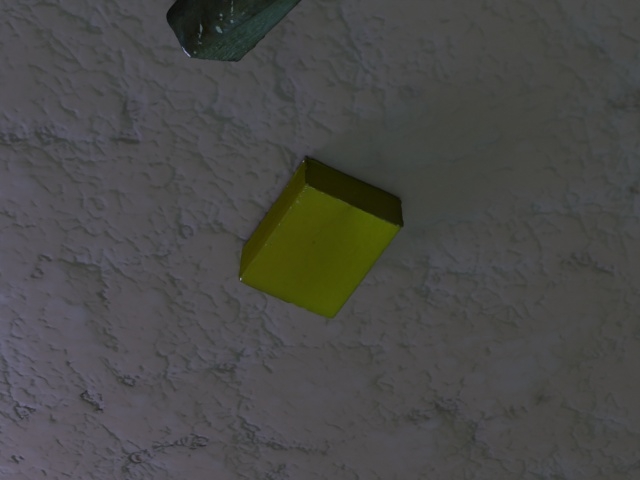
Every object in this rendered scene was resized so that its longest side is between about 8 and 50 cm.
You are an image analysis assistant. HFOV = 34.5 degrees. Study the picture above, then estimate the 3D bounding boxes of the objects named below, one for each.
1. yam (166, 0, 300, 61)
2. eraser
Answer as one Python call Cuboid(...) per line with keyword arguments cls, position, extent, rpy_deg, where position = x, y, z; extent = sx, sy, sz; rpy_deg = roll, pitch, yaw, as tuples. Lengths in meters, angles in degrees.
Cuboid(cls="yam", position=(-0.034, -0.192, 0.713), extent=(0.068, 0.068, 0.169), rpy_deg=(34, 122, -24))
Cuboid(cls="eraser", position=(0.000, 0.000, 0.887), extent=(0.097, 0.045, 0.122), rpy_deg=(25, 125, -18))
